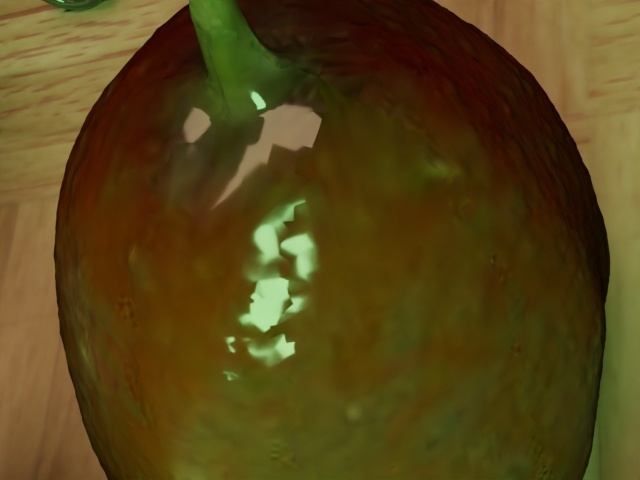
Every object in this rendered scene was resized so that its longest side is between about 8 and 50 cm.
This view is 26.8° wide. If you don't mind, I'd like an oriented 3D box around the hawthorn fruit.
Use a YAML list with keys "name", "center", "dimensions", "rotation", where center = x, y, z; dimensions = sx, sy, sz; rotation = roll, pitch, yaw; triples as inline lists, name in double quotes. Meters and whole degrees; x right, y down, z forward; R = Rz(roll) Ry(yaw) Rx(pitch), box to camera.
- name: "hawthorn fruit"
  center: [0.000, 0.000, 0.416]
  dimensions: [0.199, 0.251, 0.199]
  rotation: [-5, 57, 7]

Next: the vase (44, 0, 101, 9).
- name: "vase"
  center: [-0.124, -0.173, 0.696]
  dimensions: [0.053, 0.053, 0.101]
  rotation: [-3, 66, 25]
